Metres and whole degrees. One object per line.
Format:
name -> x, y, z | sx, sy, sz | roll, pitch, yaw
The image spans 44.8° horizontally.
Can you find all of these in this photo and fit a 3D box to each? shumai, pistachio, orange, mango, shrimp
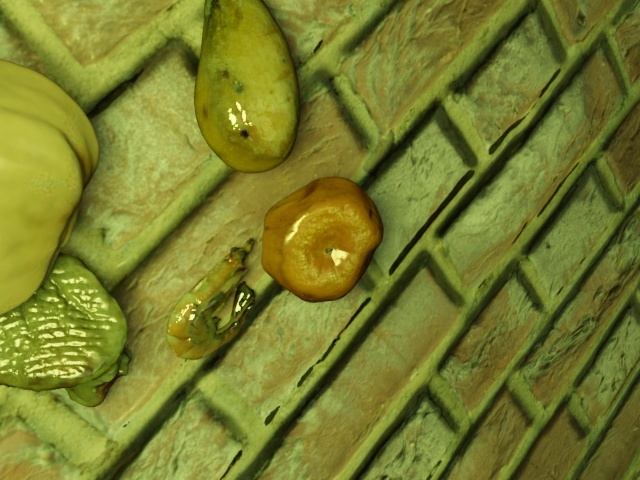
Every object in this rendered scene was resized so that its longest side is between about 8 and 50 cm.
shumai -> -0.437, 0.149, 1.237 | 0.272, 0.203, 0.222 | 42, 66, 3
pistachio -> -0.514, -0.059, 1.048 | 0.446, 0.281, 0.365 | -26, 105, -11
orange -> 0.000, 0.000, 1.493 | 0.249, 0.183, 0.248 | -7, 111, -19
mango -> -0.132, -0.282, 1.366 | 0.176, 0.176, 0.329 | 22, 61, -68
shrimp -> -0.180, 0.121, 1.453 | 0.254, 0.059, 0.145 | -48, 125, -21
